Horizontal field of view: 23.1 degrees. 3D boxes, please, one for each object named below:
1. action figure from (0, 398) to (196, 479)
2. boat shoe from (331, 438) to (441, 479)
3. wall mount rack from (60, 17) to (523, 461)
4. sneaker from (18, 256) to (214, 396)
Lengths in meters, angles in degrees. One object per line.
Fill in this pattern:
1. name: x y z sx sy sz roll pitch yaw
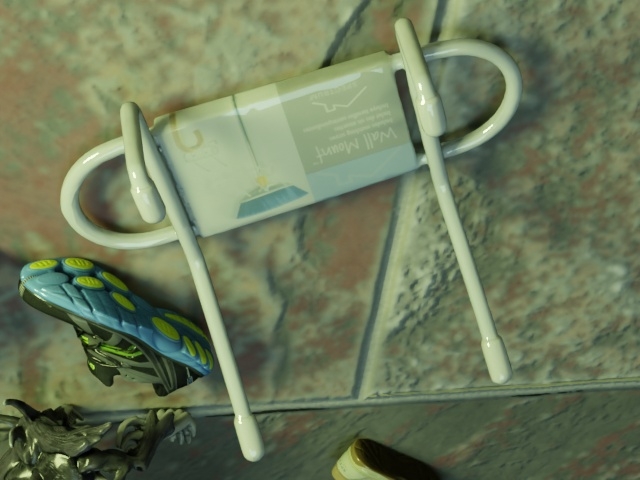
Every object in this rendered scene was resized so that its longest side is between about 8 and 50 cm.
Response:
1. action figure: -0.179 0.218 1.317 0.164 0.141 0.275 -27 109 23
2. boat shoe: 0.068 0.227 1.454 0.135 0.050 0.045 34 121 -27
3. wall mount rack: 0.000 0.000 1.148 0.350 0.130 0.304 -17 136 3
4. sneaker: -0.163 0.075 1.222 0.078 0.067 0.188 -40 134 15
